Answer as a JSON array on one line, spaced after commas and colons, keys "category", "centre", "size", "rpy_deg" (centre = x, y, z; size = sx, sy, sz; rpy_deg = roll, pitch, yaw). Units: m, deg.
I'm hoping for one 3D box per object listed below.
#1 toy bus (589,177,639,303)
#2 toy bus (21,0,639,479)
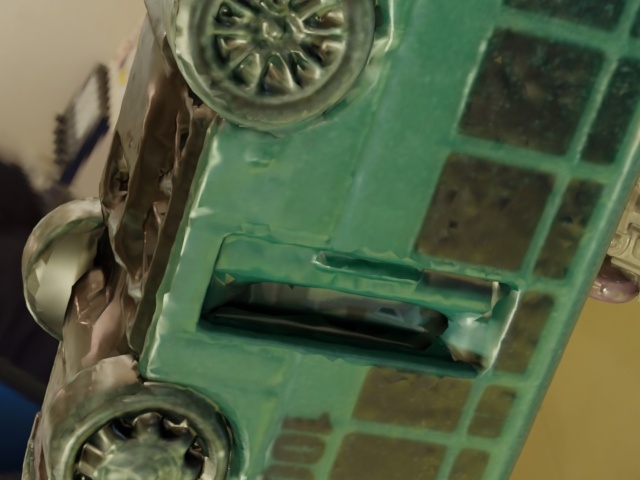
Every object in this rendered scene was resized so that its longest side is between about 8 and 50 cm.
[{"category": "toy bus", "centre": [0.259, -0.020, 0.951], "size": [0.142, 0.202, 0.142], "rpy_deg": [-31, -39, -52]}, {"category": "toy bus", "centre": [0.000, 0.000, 0.402], "size": [0.128, 0.147, 0.256], "rpy_deg": [-115, 39, -60]}]
